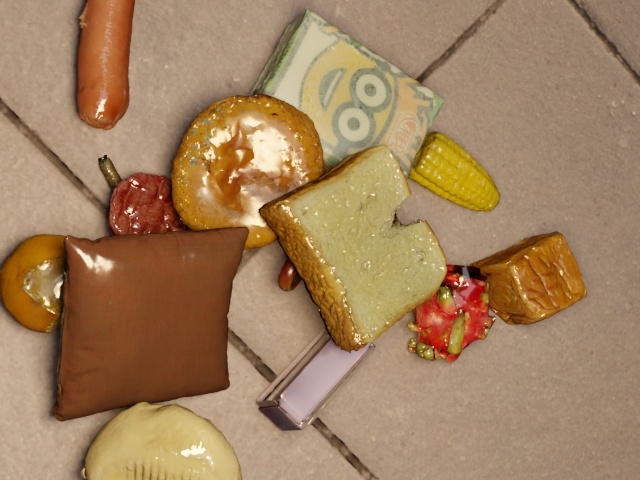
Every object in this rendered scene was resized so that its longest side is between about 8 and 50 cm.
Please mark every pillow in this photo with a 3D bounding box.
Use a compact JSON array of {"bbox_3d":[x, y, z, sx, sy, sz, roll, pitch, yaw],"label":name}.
[{"bbox_3d":[-0.263,0.121,1.571,0.305,0.108,0.308,-6,115,-33],"label":"pillow"}]

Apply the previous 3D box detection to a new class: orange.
[{"bbox_3d":[-0.422,0.067,1.563,0.156,0.134,0.157,0,90,-7],"label":"orange"}]

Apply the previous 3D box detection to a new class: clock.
[{"bbox_3d":[-0.010,0.228,1.691,0.073,0.144,0.193,45,71,-4],"label":"clock"}]

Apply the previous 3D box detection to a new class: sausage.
[{"bbox_3d":[-0.348,-0.387,1.673,0.094,0.094,0.419,5,81,-5],"label":"sausage"}]

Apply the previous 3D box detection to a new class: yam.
[{"bbox_3d":[-0.337,-0.081,1.670,0.033,0.027,0.129,-29,93,-23],"label":"yam"}]

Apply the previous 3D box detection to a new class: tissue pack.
[{"bbox_3d":[0.037,-0.228,1.781,0.311,0.128,0.228,31,73,-16],"label":"tissue pack"}]

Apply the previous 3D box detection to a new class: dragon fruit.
[{"bbox_3d":[0.228,0.132,1.792,0.166,0.160,0.172,18,77,-61],"label":"dragon fruit"}]

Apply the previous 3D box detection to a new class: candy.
[{"bbox_3d":[0.253,-0.117,1.869,0.199,0.094,0.106,33,72,-21],"label":"candy"}]

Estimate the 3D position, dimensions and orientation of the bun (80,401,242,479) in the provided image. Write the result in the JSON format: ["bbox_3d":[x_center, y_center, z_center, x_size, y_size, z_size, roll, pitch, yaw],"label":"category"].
[{"bbox_3d":[-0.237,0.364,1.569,0.259,0.160,0.259,2,112,6],"label":"bun"}]

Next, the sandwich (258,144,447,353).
[{"bbox_3d":[0.068,0.006,1.620,0.249,0.095,0.273,-34,101,-30],"label":"sandwich"}]

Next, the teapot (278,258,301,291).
[{"bbox_3d":[0.000,0.000,1.731,0.178,0.135,0.252,24,54,17],"label":"teapot"}]

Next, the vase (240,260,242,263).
[{"bbox_3d":[-0.178,-0.060,1.703,0.086,0.086,0.214,-11,91,-22],"label":"vase"}]

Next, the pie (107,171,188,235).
[{"bbox_3d":[-0.284,-0.042,1.658,0.153,0.038,0.153,11,72,-37],"label":"pie"}]

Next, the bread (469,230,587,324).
[{"bbox_3d":[0.386,0.074,1.860,0.143,0.158,0.149,-27,89,-21],"label":"bread"}]

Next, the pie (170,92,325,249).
[{"bbox_3d":[-0.118,-0.113,1.641,0.273,0.069,0.273,0,89,-11],"label":"pie"}]
